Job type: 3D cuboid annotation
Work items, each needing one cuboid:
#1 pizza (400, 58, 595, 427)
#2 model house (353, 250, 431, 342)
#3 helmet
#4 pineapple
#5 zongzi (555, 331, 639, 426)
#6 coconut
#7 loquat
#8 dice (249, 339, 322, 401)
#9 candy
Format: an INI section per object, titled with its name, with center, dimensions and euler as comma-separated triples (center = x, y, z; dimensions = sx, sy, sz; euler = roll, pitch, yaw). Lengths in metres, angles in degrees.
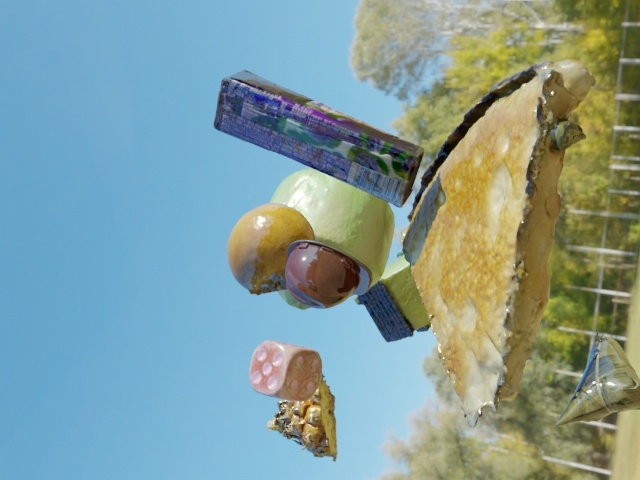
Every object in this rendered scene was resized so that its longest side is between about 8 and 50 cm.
[pizza]
center = 0.216, -0.051, 0.901
dimensions = 0.434, 0.080, 0.391
euler = -103, 25, -56
[model house]
center = 0.207, 0.149, 1.883
dimensions = 0.193, 0.212, 0.170
euler = 60, -178, -12
[helmet]
center = 0.000, 0.051, 0.862
dimensions = 0.089, 0.111, 0.057
euler = 94, -159, -48
[pineapple]
center = -0.048, 0.412, 1.644
dimensions = 0.139, 0.164, 0.249
euler = -85, -8, -71
[zongzi]
center = 0.603, 0.319, 1.644
dimensions = 0.094, 0.205, 0.204
euler = 56, -164, -27
[coconut]
center = 0.000, 0.000, 1.548
dimensions = 0.281, 0.329, 0.328
euler = 46, -126, -42
[loquat]
center = -0.074, 0.013, 1.105
dimensions = 0.141, 0.141, 0.141
euler = 8, -90, -67
[dice]
center = -0.060, 0.221, 1.240
dimensions = 0.093, 0.094, 0.091
euler = 18, -98, -47
[candy]
center = -0.004, -0.149, 1.045
dimensions = 0.061, 0.313, 0.088
euler = -49, -19, -55
